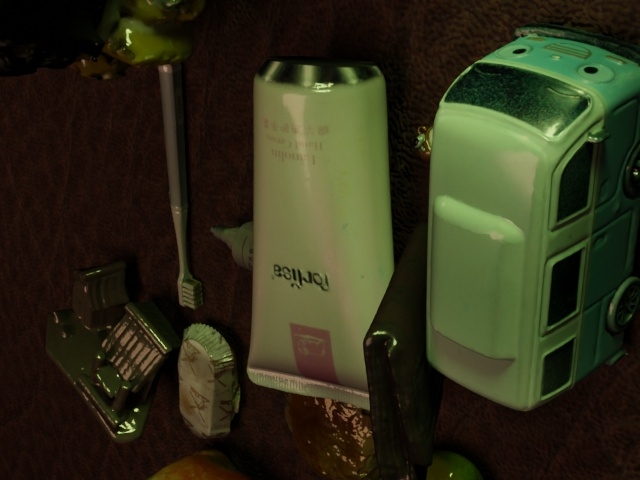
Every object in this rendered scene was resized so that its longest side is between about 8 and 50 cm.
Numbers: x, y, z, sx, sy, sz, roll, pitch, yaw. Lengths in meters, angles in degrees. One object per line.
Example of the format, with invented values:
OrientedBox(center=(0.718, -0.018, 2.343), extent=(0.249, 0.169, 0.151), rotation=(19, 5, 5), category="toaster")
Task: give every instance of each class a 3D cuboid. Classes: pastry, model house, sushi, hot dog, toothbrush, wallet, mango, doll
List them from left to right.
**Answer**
OrientedBox(center=(-0.213, -0.309, 0.979), extent=(0.328, 0.285, 0.328), rotation=(-4, 80, 54), category="sushi")
OrientedBox(center=(-0.276, 0.136, 1.454), extent=(0.229, 0.122, 0.188), rotation=(51, 139, 18), category="model house")
OrientedBox(center=(-0.170, -0.060, 1.289), extent=(0.030, 0.025, 0.342), rotation=(21, 127, 32), category="toothbrush")
OrientedBox(center=(-0.147, 0.188, 1.395), extent=(0.099, 0.053, 0.192), rotation=(34, 137, 33), category="hot dog")
OrientedBox(center=(0.024, 0.198, 1.178), extent=(0.153, 0.081, 0.153), rotation=(30, 131, 40), category="pastry")
OrientedBox(center=(0.085, 0.105, 0.955), extent=(0.049, 0.229, 0.182), rotation=(-2, 116, 15), category="wallet")
OrientedBox(center=(0.112, 0.284, 1.134), extent=(0.117, 0.089, 0.163), rotation=(39, 125, 32), category="mango")
OrientedBox(center=(0.121, -0.072, 0.939), extent=(0.058, 0.040, 0.085), rotation=(-31, 87, 42), category="doll")

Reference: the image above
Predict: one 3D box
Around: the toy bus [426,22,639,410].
OrientedBox(center=(0.161, -0.013, 0.821), extent=(0.133, 0.164, 0.271), rotation=(25, 129, 38), category="toy bus")

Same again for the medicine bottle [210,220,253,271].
OrientedBox(center=(-0.056, 0.012, 1.175), extent=(0.199, 0.057, 0.058), rotation=(21, 127, 41), category="medicine bottle")

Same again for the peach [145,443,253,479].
OrientedBox(center=(-0.159, 0.395, 1.418), extent=(0.232, 0.257, 0.232), rotation=(4, 139, 3), category="peach")

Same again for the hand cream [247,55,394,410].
OrientedBox(center=(0.000, 0.000, 1.024), extent=(0.185, 0.118, 0.359), rotation=(8, 114, 23), category="hand cream")
